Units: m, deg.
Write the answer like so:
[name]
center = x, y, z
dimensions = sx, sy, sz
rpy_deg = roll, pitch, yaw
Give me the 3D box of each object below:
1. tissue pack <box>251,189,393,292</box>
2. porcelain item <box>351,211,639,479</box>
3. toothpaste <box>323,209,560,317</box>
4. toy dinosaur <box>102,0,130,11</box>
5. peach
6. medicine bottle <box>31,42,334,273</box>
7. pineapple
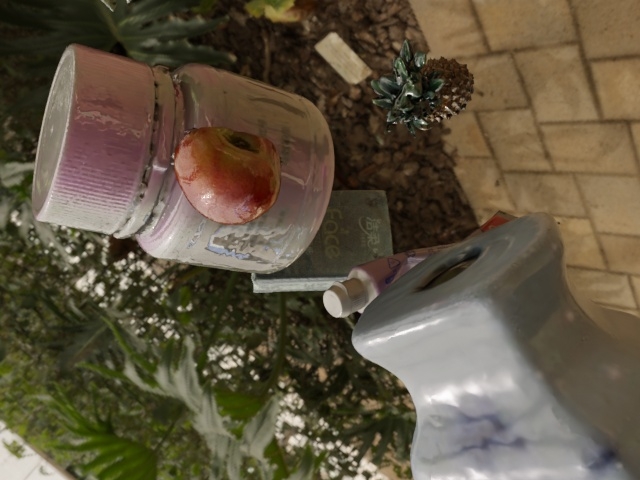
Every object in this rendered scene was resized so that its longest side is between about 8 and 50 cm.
[tissue pack]
center = 0.000, 0.000, 1.178
dimensions = 0.257, 0.185, 0.081
rpy_deg = -2, 155, -4
[porcelain item]
center = 0.213, 0.187, 0.513
dimensions = 0.242, 0.178, 0.405
rpy_deg = -29, 98, 45
[toothpaste]
center = 0.129, 0.016, 0.660
dimensions = 0.075, 0.301, 0.048
rpy_deg = -27, 84, 56
[toy dinosaur]
center = -0.491, -0.610, 1.444
dimensions = 0.363, 0.076, 0.147
rpy_deg = 10, 159, 45
[peach]
center = -0.078, -0.046, 0.522
dimensions = 0.098, 0.061, 0.098
rpy_deg = -4, 143, -3
[medicine bottle]
center = -0.174, -0.098, 0.803
dimensions = 0.325, 0.256, 0.256
rpy_deg = 9, 170, -31
[pineapple]
center = 0.140, -0.196, 0.800
dimensions = 0.083, 0.221, 0.103
rpy_deg = 32, 119, 17
